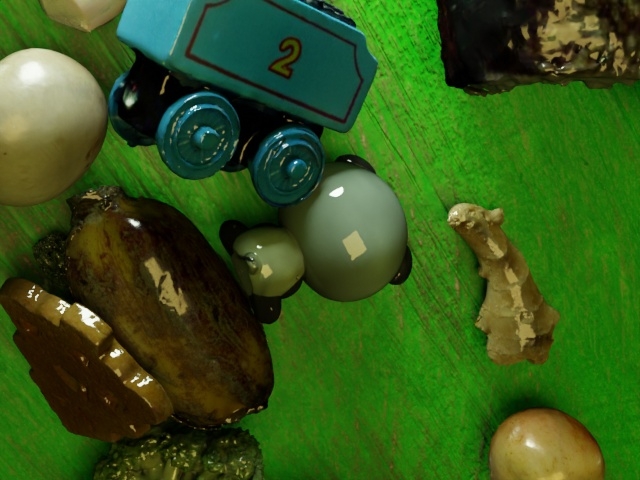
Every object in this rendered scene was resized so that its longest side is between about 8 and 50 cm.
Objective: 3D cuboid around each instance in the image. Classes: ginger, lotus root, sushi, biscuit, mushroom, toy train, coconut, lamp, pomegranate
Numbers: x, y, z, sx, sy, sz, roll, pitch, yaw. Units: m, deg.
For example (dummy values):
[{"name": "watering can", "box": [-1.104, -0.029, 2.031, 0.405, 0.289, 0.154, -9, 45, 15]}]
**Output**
[{"name": "ginger", "box": [0.273, 0.068, 1.358, 0.131, 0.086, 0.295, -29, 105, 5]}, {"name": "lotus root", "box": [-0.202, 0.092, 1.174, 0.196, 0.179, 0.397, -32, 111, -5]}, {"name": "sushi", "box": [0.286, -0.333, 1.106, 0.299, 0.281, 0.294, -6, 103, 4]}, {"name": "biscuit", "box": [-0.320, 0.175, 1.167, 0.278, 0.301, 0.043, 39, 52, 6]}, {"name": "mushroom", "box": [-0.370, -0.149, 1.065, 0.204, 0.204, 0.204, -5, 109, -14]}, {"name": "toy train", "box": [-0.093, -0.197, 1.084, 0.300, 0.188, 0.265, 14, 103, -42]}, {"name": "coconut", "box": [-0.282, -0.309, 1.054, 0.122, 0.116, 0.116, -34, 113, -2]}, {"name": "lamp", "box": [0.000, 0.000, 1.193, 0.243, 0.197, 0.198, -23, 113, -15]}, {"name": "pomegranate", "box": [0.359, 0.366, 1.420, 0.191, 0.191, 0.191, -5, 109, -14]}]

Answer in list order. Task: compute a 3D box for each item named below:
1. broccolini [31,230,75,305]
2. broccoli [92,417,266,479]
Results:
[{"name": "broccolini", "box": [-0.332, 0.097, 1.216, 0.051, 0.054, 0.239, -27, 116, -21]}, {"name": "broccoli", "box": [-0.184, 0.377, 1.244, 0.254, 0.302, 0.186, -55, 156, -22]}]
